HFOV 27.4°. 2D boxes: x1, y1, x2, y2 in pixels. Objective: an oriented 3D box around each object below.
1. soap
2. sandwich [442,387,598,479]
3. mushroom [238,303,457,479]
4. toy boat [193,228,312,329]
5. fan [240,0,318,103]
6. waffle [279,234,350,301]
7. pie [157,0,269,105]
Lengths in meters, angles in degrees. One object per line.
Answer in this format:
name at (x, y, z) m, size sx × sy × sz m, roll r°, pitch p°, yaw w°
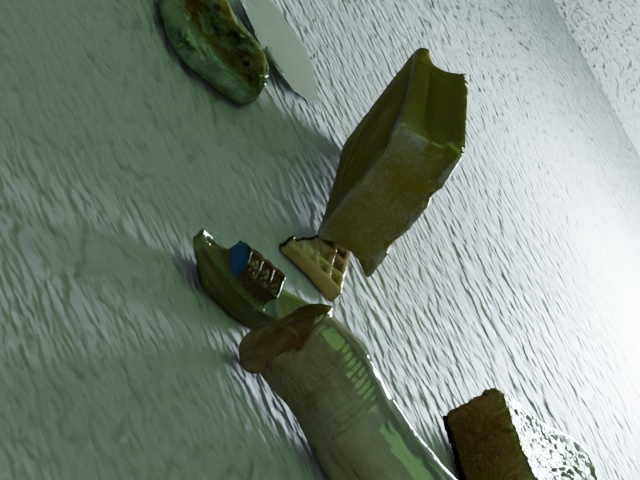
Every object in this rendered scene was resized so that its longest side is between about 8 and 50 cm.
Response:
soap at (0.095, -0.109, 1.654) m, size 0.091 × 0.199 × 0.315 m, roll 33°, pitch 26°, yaw -7°
sandwich at (0.273, 0.341, 1.570) m, size 0.249 × 0.095 × 0.273 m, roll 34°, pitch 32°, yaw -44°
mushroom at (0.061, 0.209, 1.327) m, size 0.351 × 0.123 × 0.095 m, roll 47°, pitch 12°, yaw -5°
toy boat at (-0.068, 0.047, 1.362) m, size 0.172 × 0.066 × 0.065 m, roll 39°, pitch 27°, yaw -32°
fan at (-0.091, -0.304, 1.768) m, size 0.310 × 0.010 × 0.182 m, roll 44°, pitch 24°, yaw -41°
waffle at (0.000, 0.000, 1.584) m, size 0.097 × 0.023 × 0.152 m, roll 48°, pitch 28°, yaw -17°
pie at (-0.129, -0.252, 1.640) m, size 0.187 × 0.041 × 0.186 m, roll 42°, pitch 28°, yaw -28°
